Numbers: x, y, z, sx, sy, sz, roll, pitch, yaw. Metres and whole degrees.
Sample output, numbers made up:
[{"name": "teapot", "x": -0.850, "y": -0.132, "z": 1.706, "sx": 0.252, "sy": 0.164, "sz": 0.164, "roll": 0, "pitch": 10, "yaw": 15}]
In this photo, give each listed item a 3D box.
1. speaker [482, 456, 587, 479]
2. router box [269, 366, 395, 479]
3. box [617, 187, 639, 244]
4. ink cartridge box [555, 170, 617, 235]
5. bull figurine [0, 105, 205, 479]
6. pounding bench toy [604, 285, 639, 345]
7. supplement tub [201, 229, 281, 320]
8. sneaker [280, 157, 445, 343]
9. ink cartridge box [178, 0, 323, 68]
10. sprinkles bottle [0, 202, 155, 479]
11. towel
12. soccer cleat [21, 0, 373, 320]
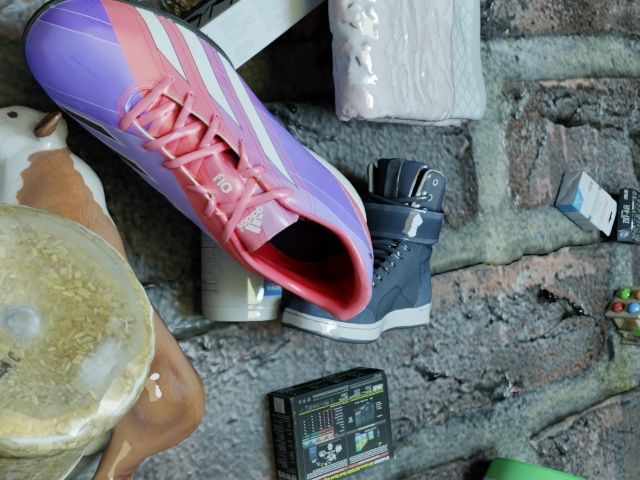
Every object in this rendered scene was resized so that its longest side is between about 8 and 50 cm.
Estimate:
[{"name": "speaker", "x": 0.204, "y": 0.389, "z": 1.029, "sx": 0.131, "sy": 0.131, "sz": 0.296, "roll": 25, "pitch": 74, "yaw": -37}, {"name": "router box", "x": 0.012, "y": 0.178, "z": 0.926, "sx": 0.122, "sy": 0.038, "sz": 0.092, "roll": -9, "pitch": 95, "yaw": -39}, {"name": "box", "x": 0.396, "y": -0.029, "z": 1.236, "sx": 0.083, "sy": 0.018, "sz": 0.067, "roll": 6, "pitch": 86, "yaw": -61}, {"name": "ink cartridge box", "x": 0.327, "y": -0.044, "z": 1.191, "sx": 0.083, "sy": 0.028, "sz": 0.048, "roll": 34, "pitch": 69, "yaw": -34}, {"name": "bull figurine", "x": -0.199, "y": 0.054, "z": 0.714, "sx": 0.188, "sy": 0.101, "sz": 0.310, "roll": -41, "pitch": 113, "yaw": -27}, {"name": "pounding bench toy", "x": 0.413, "y": 0.083, "z": 1.247, "sx": 0.083, "sy": 0.052, "sz": 0.065, "roll": -51, "pitch": 120, "yaw": -27}, {"name": "supplement tub", "x": -0.068, "y": 0.014, "z": 0.839, "sx": 0.071, "sy": 0.071, "sz": 0.107, "roll": -1, "pitch": 91, "yaw": -40}, {"name": "sneaker", "x": 0.044, "y": 0.004, "z": 0.887, "sx": 0.226, "sy": 0.086, "sz": 0.163, "roll": -7, "pitch": 108, "yaw": -61}, {"name": "ink cartridge box", "x": -0.072, "y": -0.185, "z": 0.817, "sx": 0.207, "sy": 0.097, "sz": 0.046, "roll": -44, "pitch": 118, "yaw": -31}, {"name": "sprinkles bottle", "x": -0.208, "y": 0.120, "z": 0.538, "sx": 0.121, "sy": 0.355, "sz": 0.121, "roll": 17, "pitch": 51, "yaw": -23}, {"name": "towel", "x": 0.083, "y": -0.270, "z": 0.895, "sx": 0.317, "sy": 0.053, "sz": 0.331, "roll": -9, "pitch": 96, "yaw": -64}, {"name": "soccer cleat", "x": -0.073, "y": -0.056, "z": 0.703, "sx": 0.109, "sy": 0.116, "sz": 0.318, "roll": -41, "pitch": 124, "yaw": 16}]
